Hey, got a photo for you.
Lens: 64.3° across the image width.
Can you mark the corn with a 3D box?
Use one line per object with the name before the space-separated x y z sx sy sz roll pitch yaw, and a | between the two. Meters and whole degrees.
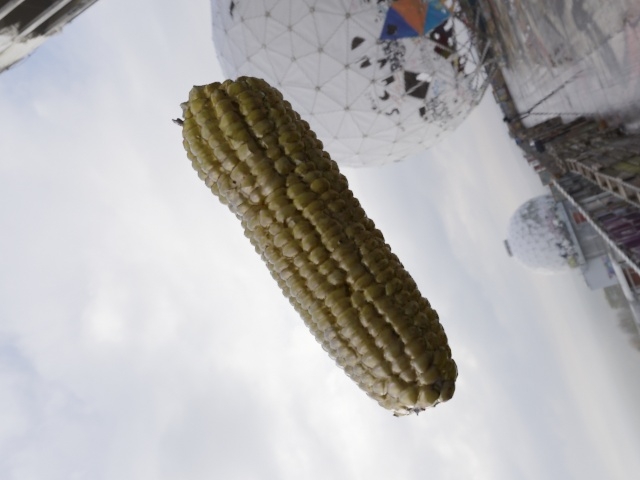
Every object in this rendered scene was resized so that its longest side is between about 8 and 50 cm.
corn | 0.000 0.000 0.382 0.292 0.101 0.101 53 -160 11
